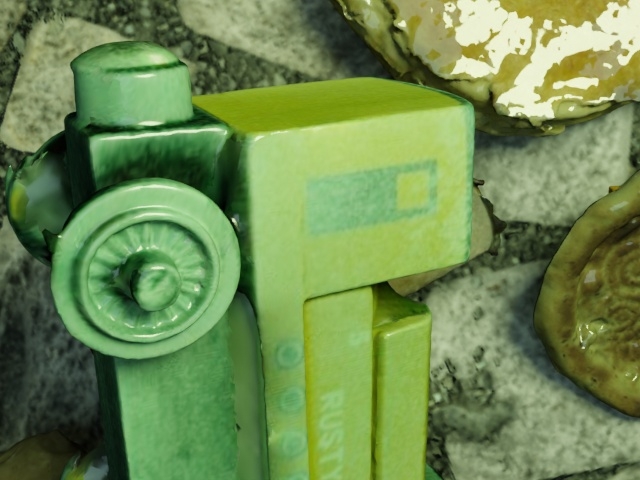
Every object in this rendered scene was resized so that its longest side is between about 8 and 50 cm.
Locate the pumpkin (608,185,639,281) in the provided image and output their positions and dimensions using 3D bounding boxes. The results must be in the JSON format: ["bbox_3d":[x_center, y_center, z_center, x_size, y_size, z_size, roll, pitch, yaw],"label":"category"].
[{"bbox_3d":[0.260,-0.007,0.618,0.083,0.054,0.074,-4,112,-2],"label":"pumpkin"}]

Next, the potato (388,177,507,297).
[{"bbox_3d":[0.000,0.000,0.607,0.243,0.098,0.138,-32,114,-3],"label":"potato"}]

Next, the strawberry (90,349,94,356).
[{"bbox_3d":[-0.121,0.035,0.632,0.111,0.190,0.236,-15,109,-33],"label":"strawberry"}]

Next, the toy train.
[{"bbox_3d":[-0.037,0.079,0.487,0.254,0.160,0.396,-11,111,-25],"label":"toy train"}]

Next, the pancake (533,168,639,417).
[{"bbox_3d":[0.270,0.039,0.597,0.212,0.029,0.235,5,117,-1],"label":"pancake"}]

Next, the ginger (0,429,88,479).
[{"bbox_3d":[-0.133,0.276,0.644,0.304,0.155,0.244,1,87,-2],"label":"ginger"}]

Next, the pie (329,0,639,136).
[{"bbox_3d":[0.159,-0.242,0.597,0.340,0.083,0.339,0,92,7],"label":"pie"}]
